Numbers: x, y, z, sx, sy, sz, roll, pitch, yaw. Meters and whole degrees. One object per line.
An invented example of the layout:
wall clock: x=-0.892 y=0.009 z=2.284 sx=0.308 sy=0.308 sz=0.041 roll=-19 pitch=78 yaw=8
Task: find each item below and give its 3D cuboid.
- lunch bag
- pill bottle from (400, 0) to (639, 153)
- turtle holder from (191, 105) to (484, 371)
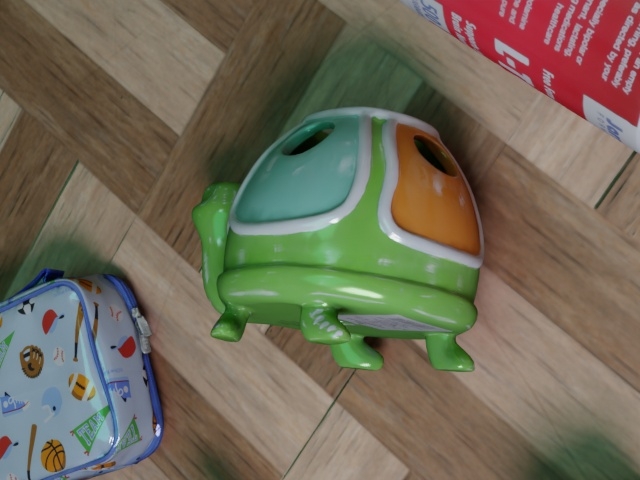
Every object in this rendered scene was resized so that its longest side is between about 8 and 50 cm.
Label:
lunch bag: x=-0.323 y=0.168 z=1.490 sx=0.303 sy=0.115 sz=0.243 roll=-22 pitch=78 yaw=31
pill bottle: x=0.268 y=-0.206 z=1.047 sx=0.407 sy=0.229 sz=0.229 roll=37 pitch=110 yaw=25
turtle holder: x=0.020 y=0.003 z=1.232 sx=0.320 sy=0.243 sz=0.228 roll=159 pitch=120 yaw=-69
